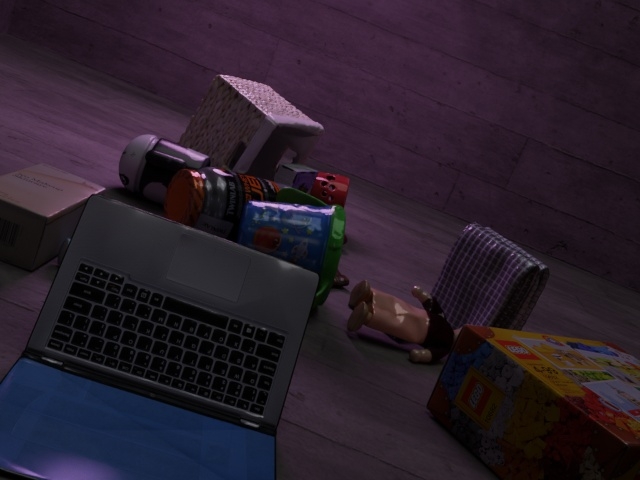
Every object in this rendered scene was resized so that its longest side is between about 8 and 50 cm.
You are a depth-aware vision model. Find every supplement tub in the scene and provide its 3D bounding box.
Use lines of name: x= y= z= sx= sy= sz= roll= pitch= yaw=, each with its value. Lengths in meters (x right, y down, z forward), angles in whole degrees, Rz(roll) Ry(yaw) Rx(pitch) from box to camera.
supplement tub: x=-0.215 y=-0.072 z=1.891 sx=0.315 sy=0.194 sz=0.193 roll=10 pitch=18 yaw=-38

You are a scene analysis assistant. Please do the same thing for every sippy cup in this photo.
sippy cup: x=-0.080 y=0.012 z=1.725 sx=0.223 sy=0.240 sz=0.305 roll=14 pitch=9 yaw=-8

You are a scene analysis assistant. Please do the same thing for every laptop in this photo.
laptop: x=-0.202 y=0.144 z=1.023 sx=0.381 sy=0.408 sz=0.236 roll=20 pitch=-20 yaw=-9

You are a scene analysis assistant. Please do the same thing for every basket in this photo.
basket: x=-0.226 y=-0.295 z=2.325 sx=0.266 sy=0.328 sz=0.331 roll=41 pitch=20 yaw=16

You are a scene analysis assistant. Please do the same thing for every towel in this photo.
towel: x=0.400 y=0.128 z=1.886 sx=0.121 sy=0.284 sz=0.235 roll=13 pitch=19 yaw=-43

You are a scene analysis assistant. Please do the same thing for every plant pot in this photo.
plant pot: x=-0.009 y=-0.132 z=2.455 sx=0.174 sy=0.191 sz=0.191 roll=15 pitch=14 yaw=-5

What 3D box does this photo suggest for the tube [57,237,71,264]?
tube: x=-0.396 y=0.050 z=1.462 sx=0.207 sy=0.052 sz=0.080 roll=20 pitch=18 yaw=-30

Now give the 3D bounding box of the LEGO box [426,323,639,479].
LEGO box: x=0.513 y=0.345 z=1.416 sx=0.499 sy=0.193 sz=0.372 roll=11 pitch=18 yaw=-38

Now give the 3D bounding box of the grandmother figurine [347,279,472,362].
grandmother figurine: x=0.228 y=0.196 z=1.730 sx=0.342 sy=0.104 sz=0.208 roll=24 pitch=56 yaw=-18

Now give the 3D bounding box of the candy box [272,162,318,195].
candy box: x=-0.097 y=-0.130 z=2.284 sx=0.070 sy=0.196 sz=0.165 roll=26 pitch=14 yaw=18

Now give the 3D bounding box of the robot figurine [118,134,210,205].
robot figurine: x=-0.404 y=-0.174 z=2.048 sx=0.278 sy=0.209 sz=0.174 roll=22 pitch=35 yaw=-4

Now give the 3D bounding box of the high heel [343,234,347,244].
high heel: x=0.000 y=0.000 z=2.250 sx=0.244 sy=0.082 sz=0.117 roll=26 pitch=36 yaw=-44

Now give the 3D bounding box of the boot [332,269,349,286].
boot: x=0.005 y=0.089 z=1.957 sx=0.106 sy=0.037 sz=0.114 roll=30 pitch=20 yaw=37

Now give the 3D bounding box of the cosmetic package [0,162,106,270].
cosmetic package: x=-0.553 y=-0.055 z=1.476 sx=0.160 sy=0.113 sz=0.309 roll=21 pitch=15 yaw=-3

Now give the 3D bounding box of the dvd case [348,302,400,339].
dvd case: x=0.195 y=0.195 z=1.872 sx=0.221 sy=0.018 sz=0.164 roll=8 pitch=20 yaw=-47
